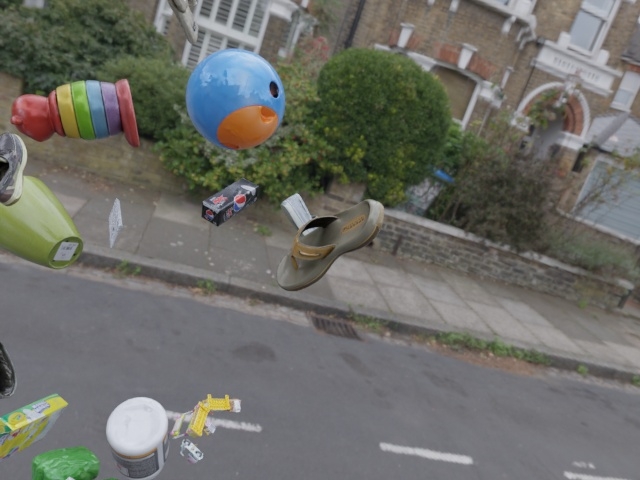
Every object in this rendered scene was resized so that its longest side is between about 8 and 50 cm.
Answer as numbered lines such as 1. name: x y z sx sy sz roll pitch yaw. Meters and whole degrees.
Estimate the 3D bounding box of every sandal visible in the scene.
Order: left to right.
1. sandal: 0.000 0.000 0.624 0.049 0.180 0.072 26 46 -33

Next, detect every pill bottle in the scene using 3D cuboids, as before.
1. pill bottle: -0.516 0.580 1.470 0.162 0.278 0.162 8 46 -8

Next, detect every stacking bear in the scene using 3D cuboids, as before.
1. stacking bear: -0.642 -0.330 1.340 0.289 0.164 0.175 -11 42 -20

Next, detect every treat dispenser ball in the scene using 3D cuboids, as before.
1. treat dispenser ball: -0.248 -0.411 1.507 0.288 0.288 0.288 18 13 -4

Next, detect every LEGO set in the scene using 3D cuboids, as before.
1. LEGO set: -0.373 0.565 1.625 0.132 0.107 0.287 61 25 -7

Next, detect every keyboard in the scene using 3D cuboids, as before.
1. keyboard: -0.585 -0.053 1.456 0.014 0.072 0.256 25 9 -29

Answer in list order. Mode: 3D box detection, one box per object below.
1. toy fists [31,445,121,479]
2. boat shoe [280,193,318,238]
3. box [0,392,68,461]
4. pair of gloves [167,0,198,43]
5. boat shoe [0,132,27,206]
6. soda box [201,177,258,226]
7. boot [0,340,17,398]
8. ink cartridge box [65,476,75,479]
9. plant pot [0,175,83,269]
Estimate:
1. toy fists: -0.574 0.583 1.202 0.279 0.096 0.142 23 -2 33
2. boat shoe: -0.039 -0.053 1.663 0.227 0.081 0.079 56 -14 -27
3. box: -0.598 0.378 1.014 0.043 0.105 0.179 38 6 6
4. pair of gloves: -0.319 -0.585 1.135 0.042 0.240 0.204 -8 -31 4
5. boat shoe: -0.570 -0.137 0.928 0.056 0.152 0.049 -20 -24 6
6. soda box: -0.237 -0.104 1.357 0.060 0.053 0.169 28 40 17
7. boot: -0.542 0.151 0.693 0.208 0.190 0.076 -10 29 19
8. ink cartridge box: -0.516 0.540 0.992 0.052 0.122 0.088 56 -12 -33
9. plant pot: -0.977 -0.034 1.783 0.293 0.275 0.275 33 18 19
